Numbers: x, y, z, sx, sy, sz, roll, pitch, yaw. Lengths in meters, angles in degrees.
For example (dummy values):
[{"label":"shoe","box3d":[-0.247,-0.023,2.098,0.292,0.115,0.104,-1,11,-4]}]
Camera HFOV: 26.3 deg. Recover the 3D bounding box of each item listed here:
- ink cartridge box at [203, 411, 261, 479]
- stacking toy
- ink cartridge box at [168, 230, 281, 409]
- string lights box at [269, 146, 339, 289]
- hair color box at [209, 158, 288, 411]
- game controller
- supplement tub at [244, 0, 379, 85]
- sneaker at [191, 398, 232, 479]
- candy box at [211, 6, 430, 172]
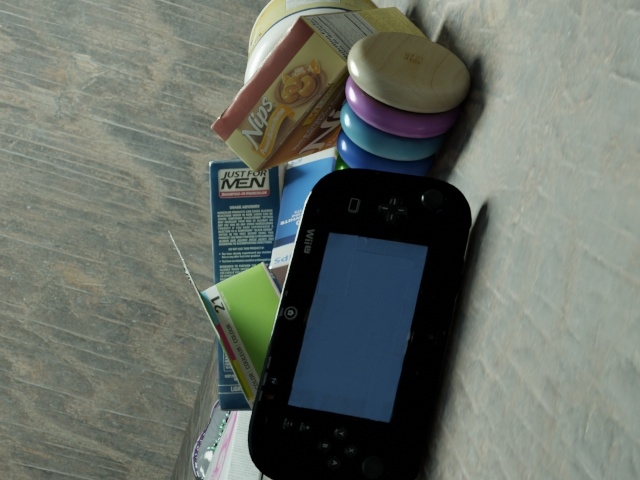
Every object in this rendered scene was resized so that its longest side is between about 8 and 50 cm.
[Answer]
[{"label":"ink cartridge box","box3d":[-0.160,0.411,2.397,0.330,0.071,0.324,-83,12,-46]},{"label":"stacking toy","box3d":[0.067,-0.070,1.606,0.141,0.141,0.330,-84,8,-56]},{"label":"ink cartridge box","box3d":[-0.077,0.107,1.656,0.255,0.097,0.189,70,173,-50]},{"label":"string lights box","box3d":[0.000,0.000,1.853,0.259,0.077,0.133,-84,-25,-53]},{"label":"hair color box","box3d":[-0.087,0.061,1.956,0.174,0.105,0.347,8,-99,-83]},{"label":"game controller","box3d":[0.038,0.084,1.298,0.067,0.166,0.319,79,-156,-70]},{"label":"supplement tub","box3d":[0.004,-0.262,2.055,0.316,0.228,0.228,-93,21,-69]},{"label":"sneaker","box3d":[-0.189,0.371,2.650,0.223,0.083,0.098,-80,15,-44]},{"label":"candy box","box3d":[0.011,-0.197,1.728,0.183,0.087,0.316,-49,-10,24]}]
